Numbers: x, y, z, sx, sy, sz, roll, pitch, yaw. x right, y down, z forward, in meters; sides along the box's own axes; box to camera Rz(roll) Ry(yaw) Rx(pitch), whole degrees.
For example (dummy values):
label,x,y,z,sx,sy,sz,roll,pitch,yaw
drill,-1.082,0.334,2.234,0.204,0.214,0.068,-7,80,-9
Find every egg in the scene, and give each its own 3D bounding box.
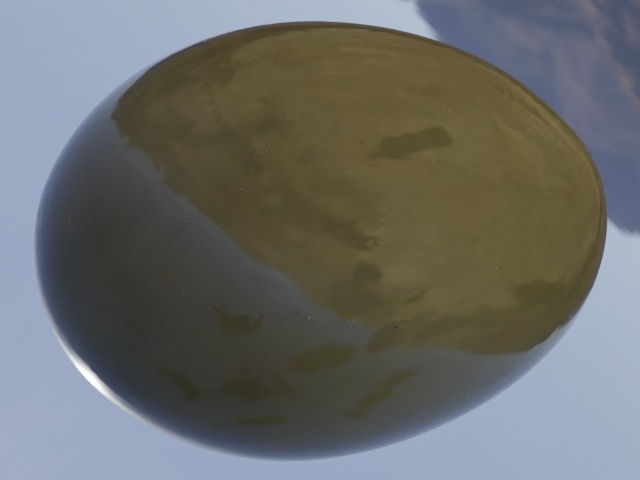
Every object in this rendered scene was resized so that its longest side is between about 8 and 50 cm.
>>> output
label,x,y,z,sx,sy,sz,roll,pitch,yaw
egg,0.000,0.000,0.764,0.186,0.241,0.186,178,90,-87
